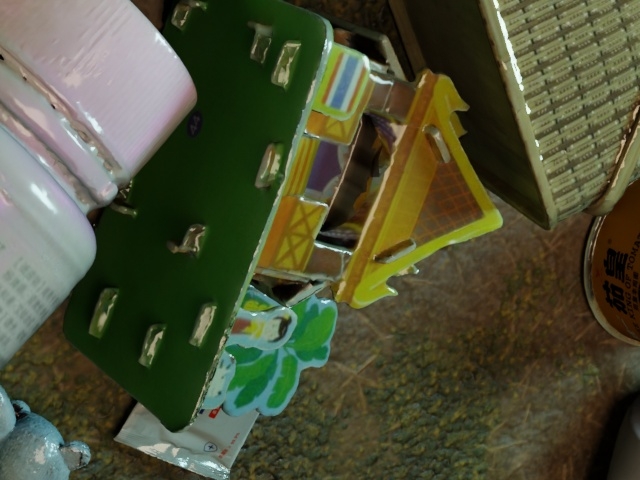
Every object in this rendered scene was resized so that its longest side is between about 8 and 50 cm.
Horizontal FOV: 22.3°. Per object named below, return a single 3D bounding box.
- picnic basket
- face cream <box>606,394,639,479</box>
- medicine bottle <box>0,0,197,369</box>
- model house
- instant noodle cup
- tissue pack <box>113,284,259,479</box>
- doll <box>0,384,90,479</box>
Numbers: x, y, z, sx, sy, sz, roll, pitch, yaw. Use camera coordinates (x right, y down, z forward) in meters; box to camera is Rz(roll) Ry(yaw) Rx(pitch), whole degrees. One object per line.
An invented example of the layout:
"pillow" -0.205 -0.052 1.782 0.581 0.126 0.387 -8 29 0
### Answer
"picnic basket" 0.178 -0.194 1.358 0.175 0.228 0.313 -28 120 -11
"face cream" 0.386 0.315 1.762 0.235 0.137 0.420 -15 128 -22
"medicine bottle" -0.269 -0.053 1.171 0.325 0.256 0.256 -48 124 -11
"model house" 0.000 0.000 1.339 0.313 0.242 0.358 16 97 -34
"instant noodle cup" 0.393 0.035 1.592 0.215 0.172 0.216 -9 113 -23
"tissue pack" -0.091 0.119 1.468 0.122 0.026 0.193 25 96 -31
"doll" -0.284 0.154 1.371 0.120 0.075 0.180 -34 107 34
